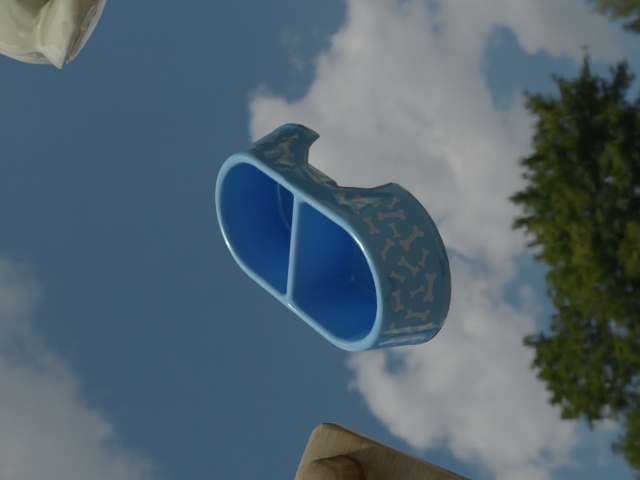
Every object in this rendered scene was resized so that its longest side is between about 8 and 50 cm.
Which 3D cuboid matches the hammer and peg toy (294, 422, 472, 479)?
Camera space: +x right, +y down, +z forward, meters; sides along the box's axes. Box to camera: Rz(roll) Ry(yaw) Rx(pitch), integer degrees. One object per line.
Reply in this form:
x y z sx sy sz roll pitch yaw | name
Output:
0.043 0.341 0.854 0.127 0.266 0.361 18 -87 -67 | hammer and peg toy

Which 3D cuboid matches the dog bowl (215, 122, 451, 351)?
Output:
0.000 0.000 1.148 0.074 0.297 0.166 -19 -51 -35 | dog bowl

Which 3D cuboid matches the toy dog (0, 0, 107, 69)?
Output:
-0.377 -0.374 1.172 0.408 0.395 0.284 30 -106 -13 | toy dog
